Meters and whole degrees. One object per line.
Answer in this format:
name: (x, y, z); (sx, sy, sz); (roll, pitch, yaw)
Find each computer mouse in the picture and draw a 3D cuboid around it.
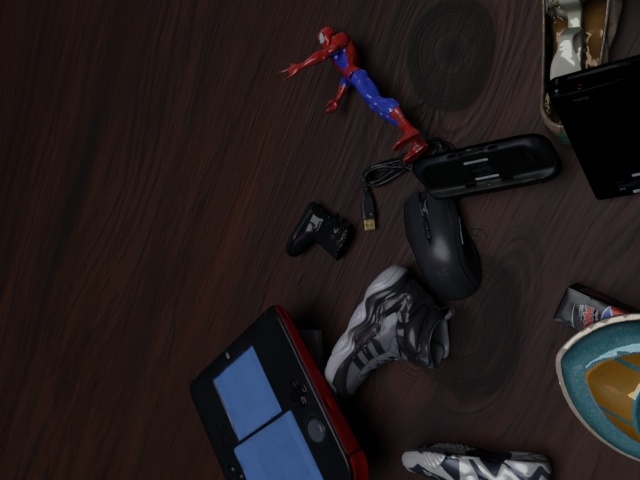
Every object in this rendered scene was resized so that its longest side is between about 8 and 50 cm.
computer mouse: (0.146, -0.022, 1.112); (0.184, 0.060, 0.262); (-14, 86, 33)

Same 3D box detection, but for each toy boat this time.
toy boat: (0.423, 0.126, 0.816); (0.268, 0.148, 0.318); (13, 102, 28)

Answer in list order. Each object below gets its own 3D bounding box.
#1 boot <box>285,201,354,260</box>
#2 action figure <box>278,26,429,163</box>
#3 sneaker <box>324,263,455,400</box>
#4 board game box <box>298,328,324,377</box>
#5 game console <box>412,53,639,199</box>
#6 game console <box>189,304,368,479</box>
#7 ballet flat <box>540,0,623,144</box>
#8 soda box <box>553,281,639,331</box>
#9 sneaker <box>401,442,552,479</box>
boot: (0.000, 0.000, 1.221); (0.099, 0.045, 0.121); (37, 112, 23)
action figure: (0.043, -0.230, 1.121); (0.139, 0.091, 0.280); (-33, 66, 10)
sneaker: (0.114, 0.184, 1.124); (0.153, 0.101, 0.268); (35, 112, 26)
board game box: (-0.036, 0.209, 1.274); (0.090, 0.020, 0.090); (-2, 93, 34)
game console: (0.293, -0.122, 0.927); (0.361, 0.213, 0.044); (-10, 50, 32)
game console: (-0.096, 0.343, 1.249); (0.386, 0.060, 0.342); (-44, 71, 43)
ballet flat: (0.347, -0.289, 0.930); (0.108, 0.106, 0.315); (1, 94, 33)
soda box: (0.414, 0.119, 0.945); (0.169, 0.060, 0.053); (27, 107, 29)
sneaker: (0.237, 0.402, 1.064); (0.235, 0.094, 0.153); (-2, 84, 24)
